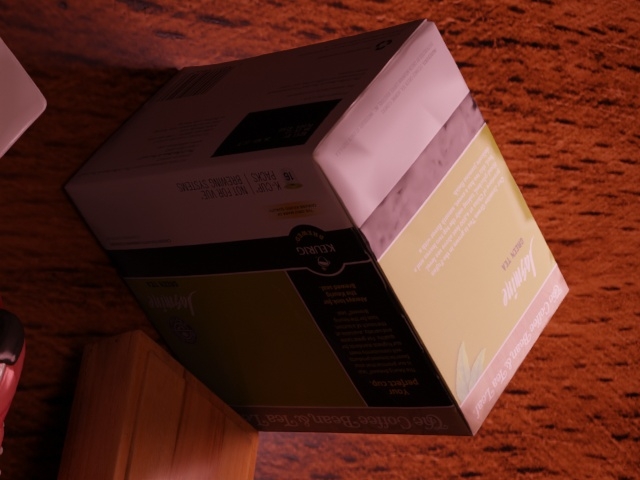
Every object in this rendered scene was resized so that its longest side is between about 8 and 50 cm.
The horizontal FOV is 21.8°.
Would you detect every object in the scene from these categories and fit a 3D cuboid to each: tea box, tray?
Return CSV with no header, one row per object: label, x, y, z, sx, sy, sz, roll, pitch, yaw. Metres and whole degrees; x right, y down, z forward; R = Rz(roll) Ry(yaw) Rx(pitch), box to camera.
tea box,0.000,0.000,1.576,0.220,0.329,0.323,-50,122,-38
tray,-0.155,0.305,1.469,0.203,0.076,0.411,46,39,-41

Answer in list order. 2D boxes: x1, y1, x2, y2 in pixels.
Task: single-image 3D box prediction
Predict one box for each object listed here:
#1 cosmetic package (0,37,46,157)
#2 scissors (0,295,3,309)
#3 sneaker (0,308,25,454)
cosmetic package,-0.413,-0.051,1.050,0.161,0.453,0.230,56,50,-27
scissors,-0.330,-0.022,1.456,0.109,0.021,0.297,-2,87,-44
sneaker,-0.320,0.209,1.395,0.136,0.116,0.314,40,67,-51
